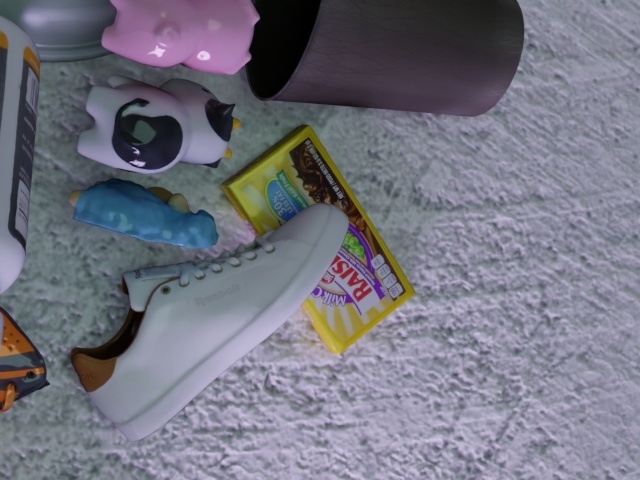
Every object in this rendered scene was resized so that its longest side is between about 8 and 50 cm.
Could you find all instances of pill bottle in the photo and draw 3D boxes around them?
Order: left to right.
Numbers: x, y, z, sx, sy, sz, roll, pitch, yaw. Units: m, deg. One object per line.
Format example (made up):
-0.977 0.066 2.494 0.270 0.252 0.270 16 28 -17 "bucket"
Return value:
-0.316 -0.041 1.314 0.162 0.162 0.278 11 65 -24 "pill bottle"

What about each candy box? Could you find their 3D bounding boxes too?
0.000 0.000 1.577 0.105 0.027 0.206 -37 107 -14 "candy box"

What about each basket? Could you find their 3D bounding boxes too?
0.065 -0.203 1.531 0.227 0.154 0.204 14 84 -27 "basket"

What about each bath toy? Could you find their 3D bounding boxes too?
-0.115 -0.167 1.408 0.129 0.151 0.348 17 111 10 "bath toy"

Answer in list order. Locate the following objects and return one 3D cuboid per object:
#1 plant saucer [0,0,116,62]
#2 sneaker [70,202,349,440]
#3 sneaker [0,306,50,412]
-0.231 -0.358 1.415 0.401 0.100 0.400 -1 93 -23 "plant saucer"
-0.104 0.047 1.480 0.290 0.106 0.123 -42 105 -7 "sneaker"
-0.314 0.175 1.394 0.180 0.124 0.321 -12 98 -22 "sneaker"
